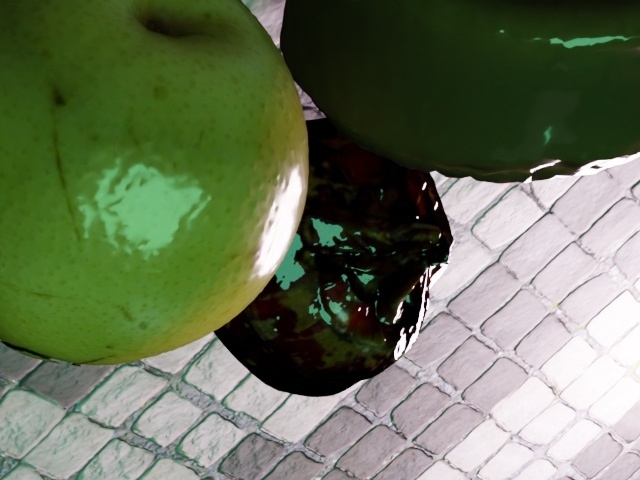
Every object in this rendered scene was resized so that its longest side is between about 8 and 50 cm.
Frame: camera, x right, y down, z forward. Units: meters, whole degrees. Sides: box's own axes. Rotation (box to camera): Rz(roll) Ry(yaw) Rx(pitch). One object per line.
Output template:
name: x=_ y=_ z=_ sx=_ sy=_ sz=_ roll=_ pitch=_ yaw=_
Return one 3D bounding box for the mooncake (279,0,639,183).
mooncake: x=0.169 y=-0.231 z=1.471 sx=0.394 sy=0.393 sz=0.246 roll=11 pitch=132 yaw=7

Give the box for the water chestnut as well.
water chestnut: x=0.000 y=0.000 z=1.539 sx=0.244 sy=0.289 sz=0.289 roll=-38 pitch=142 yaw=21

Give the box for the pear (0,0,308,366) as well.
pear: x=-0.177 y=-0.070 z=1.284 sx=0.348 sy=0.348 sz=0.348 roll=-20 pitch=138 yaw=-19
